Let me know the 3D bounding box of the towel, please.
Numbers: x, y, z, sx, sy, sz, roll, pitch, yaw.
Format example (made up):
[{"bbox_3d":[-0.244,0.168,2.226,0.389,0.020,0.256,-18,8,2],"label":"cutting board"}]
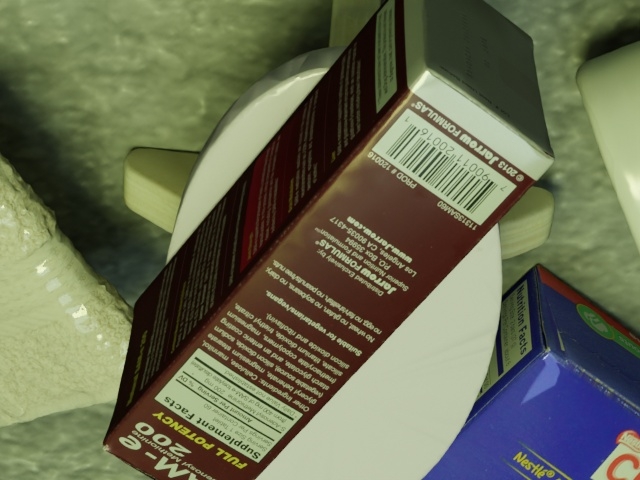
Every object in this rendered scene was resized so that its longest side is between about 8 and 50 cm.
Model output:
[{"bbox_3d":[-0.246,0.036,1.010,0.282,0.049,0.187,-15,126,34],"label":"towel"}]

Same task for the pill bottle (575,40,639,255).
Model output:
[{"bbox_3d":[0.267,-0.075,0.966,0.229,0.131,0.131,-20,121,10],"label":"pill bottle"}]

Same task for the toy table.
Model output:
[{"bbox_3d":[0.010,0.001,0.977,0.252,0.161,0.274,16,118,-6],"label":"toy table"}]

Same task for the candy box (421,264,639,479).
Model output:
[{"bbox_3d":[0.136,0.213,1.141,0.268,0.122,0.317,36,114,-17],"label":"candy box"}]

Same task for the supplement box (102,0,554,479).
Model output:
[{"bbox_3d":[0.000,0.000,0.812,0.073,0.130,0.239,34,116,-16],"label":"supplement box"}]
